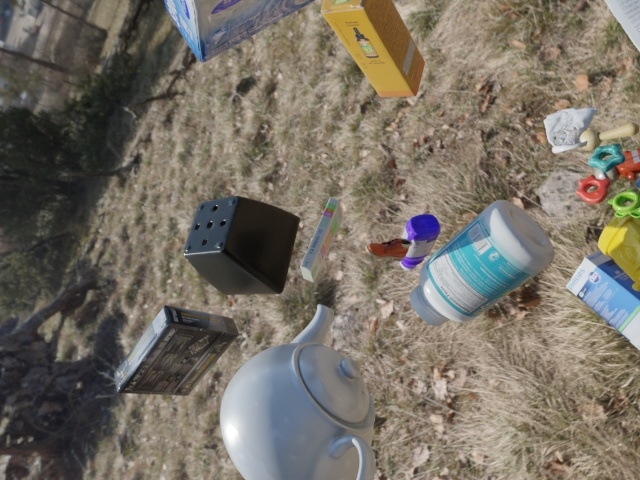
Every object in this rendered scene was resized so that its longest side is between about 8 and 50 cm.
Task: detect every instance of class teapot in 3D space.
[{"bbox_3d":[-0.009,0.246,0.710,0.256,0.252,0.187,49,111,16],"label":"teapot"}]

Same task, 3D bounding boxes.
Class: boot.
[{"bbox_3d":[0.225,0.019,1.588,0.084,0.158,0.059,-59,37,41],"label":"boot"}]

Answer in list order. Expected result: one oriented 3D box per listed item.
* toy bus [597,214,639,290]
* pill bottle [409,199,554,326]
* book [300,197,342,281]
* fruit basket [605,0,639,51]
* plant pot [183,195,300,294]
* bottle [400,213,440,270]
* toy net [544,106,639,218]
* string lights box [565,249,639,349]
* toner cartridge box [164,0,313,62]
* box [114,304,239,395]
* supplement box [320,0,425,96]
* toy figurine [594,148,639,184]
[{"bbox_3d":[0.716,0.023,0.956,0.220,0.149,0.211,-9,49,-4],"label":"toy bus"},{"bbox_3d":[0.291,0.057,0.917,0.264,0.146,0.146,-48,54,34],"label":"pill bottle"},{"bbox_3d":[0.000,0.000,0.927,0.035,0.096,0.144,21,74,9],"label":"book"},{"bbox_3d":[0.415,-0.158,0.314,0.327,0.165,0.353,-28,62,23],"label":"fruit basket"},{"bbox_3d":[-0.181,0.003,1.051,0.188,0.167,0.187,-5,63,35],"label":"plant pot"},{"bbox_3d":[0.342,0.016,1.727,0.118,0.283,0.092,-11,61,-8],"label":"bottle"},{"bbox_3d":[0.372,-0.106,0.642,0.122,0.045,0.232,-42,34,10],"label":"toy net"},{"bbox_3d":[0.848,0.165,1.370,0.259,0.077,0.133,52,150,37],"label":"string lights box"},{"bbox_3d":[0.002,-0.324,0.500,0.348,0.165,0.075,-33,96,-8],"label":"toner cartridge box"},{"bbox_3d":[-0.324,0.255,1.090,0.231,0.183,0.056,-50,48,19],"label":"box"},{"bbox_3d":[0.094,-0.328,0.788,0.078,0.233,0.080,11,80,33],"label":"supplement box"},{"bbox_3d":[0.843,-0.137,1.268,0.148,0.209,0.213,-30,81,43],"label":"toy figurine"}]
